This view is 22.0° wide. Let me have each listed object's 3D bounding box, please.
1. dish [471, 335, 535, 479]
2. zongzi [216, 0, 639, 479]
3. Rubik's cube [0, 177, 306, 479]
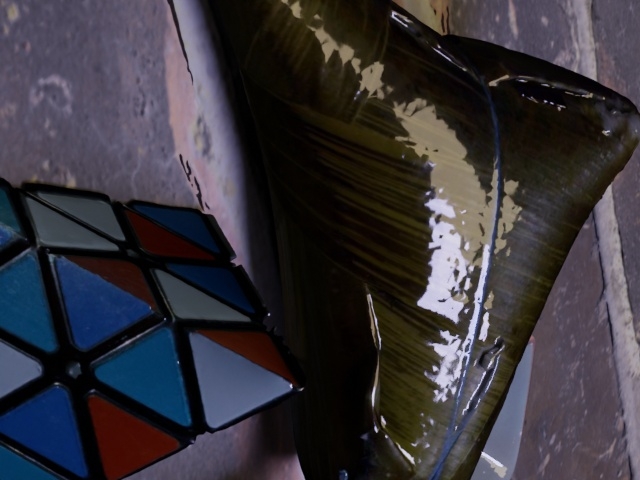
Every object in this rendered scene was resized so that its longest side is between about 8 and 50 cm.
[{"bbox_3d":[0.123,0.193,1.518,0.154,0.064,0.234,-40,145,-38],"label":"dish"},{"bbox_3d":[0.000,0.000,1.250,0.432,0.208,0.403,22,91,-37],"label":"zongzi"},{"bbox_3d":[-0.133,0.060,1.172,0.234,0.284,0.250,-57,168,-56],"label":"Rubik's cube"}]
